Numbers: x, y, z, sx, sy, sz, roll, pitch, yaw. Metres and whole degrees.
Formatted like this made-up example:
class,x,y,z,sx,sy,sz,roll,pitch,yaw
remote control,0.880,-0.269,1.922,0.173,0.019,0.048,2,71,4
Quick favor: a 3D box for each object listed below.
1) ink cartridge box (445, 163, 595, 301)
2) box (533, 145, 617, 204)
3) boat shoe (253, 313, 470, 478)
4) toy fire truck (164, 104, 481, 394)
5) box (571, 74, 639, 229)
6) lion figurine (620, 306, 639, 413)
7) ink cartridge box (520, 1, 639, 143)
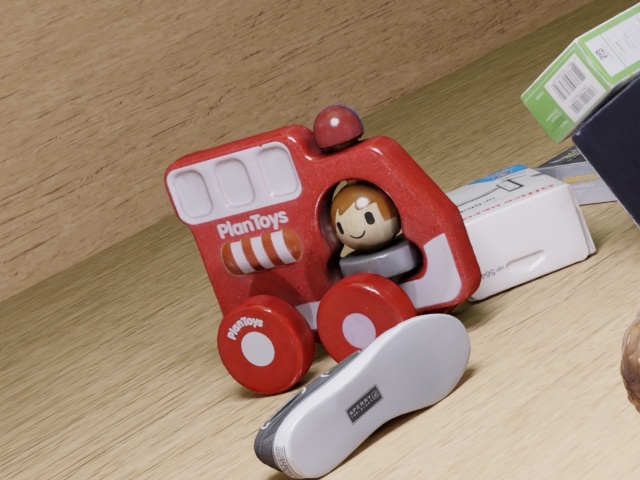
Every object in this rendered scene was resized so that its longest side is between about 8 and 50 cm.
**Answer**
class,x,y,z,sx,sy,sz,roll,pitch,yaw
ink cartridge box,0.196,-0.012,1.767,0.148,0.086,0.203,-22,10,-5
box,0.402,-0.114,1.953,0.231,0.056,0.183,-29,14,-36
boat shoe,0.034,0.135,1.407,0.228,0.080,0.076,-37,19,-32
toy fire truck,0.000,0.000,1.629,0.302,0.253,0.169,-14,13,33
box,0.451,-0.152,1.504,0.294,0.182,0.296,-32,-8,-41
lion figurine,0.298,0.094,0.937,0.240,0.142,0.392,-32,13,15
ink cartridge box,0.305,-0.184,1.583,0.209,0.062,0.109,-32,-10,-34
